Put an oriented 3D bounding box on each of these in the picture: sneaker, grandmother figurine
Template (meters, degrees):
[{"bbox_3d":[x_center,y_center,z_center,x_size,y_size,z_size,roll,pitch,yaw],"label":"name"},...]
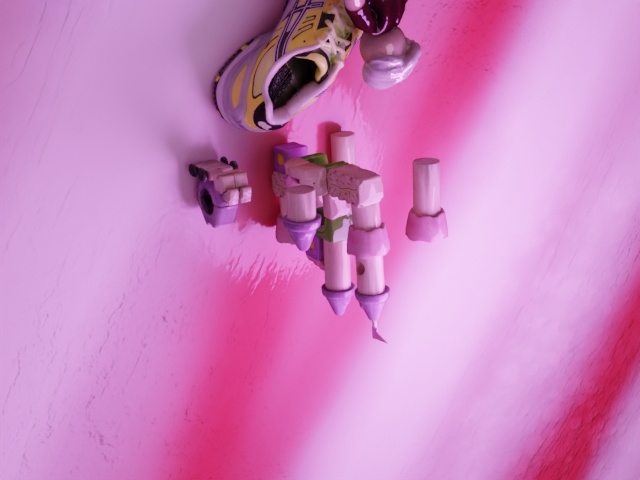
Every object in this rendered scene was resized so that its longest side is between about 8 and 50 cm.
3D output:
[{"bbox_3d":[0.009,-0.307,1.429,0.145,0.147,0.385,38,88,-37],"label":"sneaker"},{"bbox_3d":[0.080,-0.372,1.321,0.207,0.104,0.343,-36,132,-34],"label":"grandmother figurine"}]

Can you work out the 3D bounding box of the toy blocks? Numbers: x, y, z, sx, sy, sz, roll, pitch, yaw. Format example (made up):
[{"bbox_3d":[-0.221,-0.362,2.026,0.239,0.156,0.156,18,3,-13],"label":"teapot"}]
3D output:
[{"bbox_3d":[0.000,0.000,1.482,0.308,0.288,0.260,-16,115,-30],"label":"toy blocks"}]
